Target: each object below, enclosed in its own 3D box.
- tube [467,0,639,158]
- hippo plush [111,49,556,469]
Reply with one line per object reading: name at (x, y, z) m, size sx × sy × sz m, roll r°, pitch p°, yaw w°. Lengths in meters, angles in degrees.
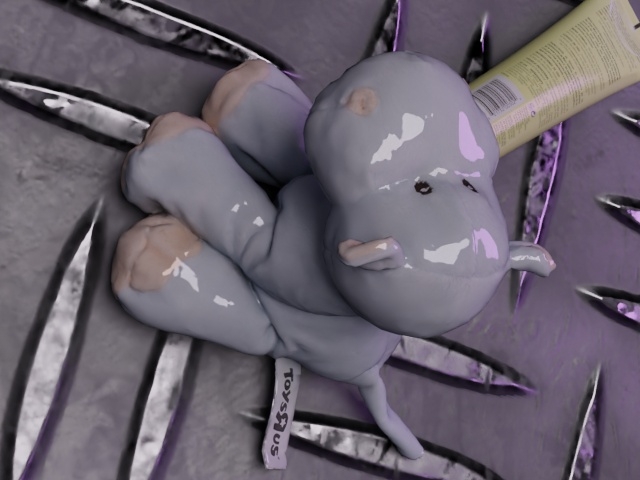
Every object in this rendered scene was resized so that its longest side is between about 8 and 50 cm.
tube at (0.187, -0.129, 1.029) m, size 0.240 × 0.062 × 0.070 m, roll -33°, pitch 137°, yaw -29°
hippo plush at (0.000, 0.000, 0.822) m, size 0.234 × 0.236 × 0.294 m, roll -1°, pitch 80°, yaw -23°
